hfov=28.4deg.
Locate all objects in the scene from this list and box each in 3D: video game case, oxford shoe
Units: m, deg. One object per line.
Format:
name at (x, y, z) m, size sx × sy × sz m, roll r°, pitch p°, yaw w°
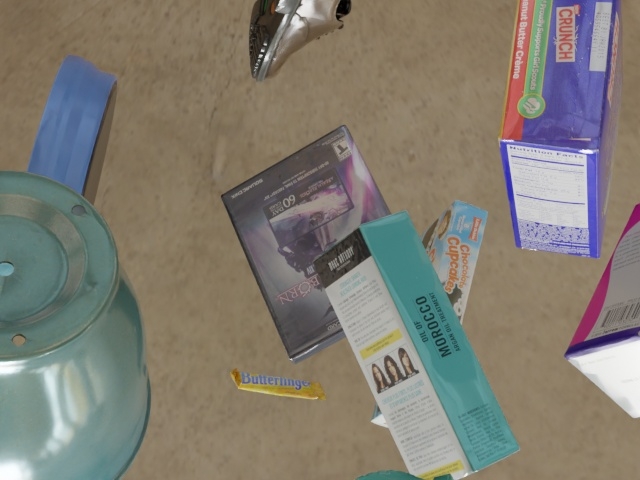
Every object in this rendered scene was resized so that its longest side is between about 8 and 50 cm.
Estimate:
video game case at (0.000, 0.000, 1.633) m, size 0.196 × 0.274 × 0.026 m, roll -30°, pitch 147°, yaw 7°
oxford shoe at (-0.019, -0.230, 1.329) m, size 0.096 × 0.227 × 0.082 m, roll 3°, pitch 68°, yaw -19°

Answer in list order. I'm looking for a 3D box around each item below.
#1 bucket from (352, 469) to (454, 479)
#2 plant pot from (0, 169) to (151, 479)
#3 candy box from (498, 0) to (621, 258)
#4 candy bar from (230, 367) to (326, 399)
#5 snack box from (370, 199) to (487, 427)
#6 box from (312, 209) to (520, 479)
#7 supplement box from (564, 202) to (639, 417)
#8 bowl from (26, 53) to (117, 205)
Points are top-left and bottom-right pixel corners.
bucket at (0.093, 0.323, 1.003) m, size 0.281 × 0.183 × 0.281 m, roll -16°, pitch 113°, yaw -42°
plant pot at (-0.277, 0.083, 1.105) m, size 0.272 × 0.271 × 0.255 m, roll 9°, pitch 145°, yaw -6°
candy box at (0.298, -0.161, 1.537) m, size 0.122 × 0.268 × 0.317 m, roll 6°, pitch 158°, yaw 14°
candy bar at (-0.065, 0.220, 1.922) m, size 0.162 × 0.040 × 0.018 m, roll 13°, pitch 121°, yaw -30°
snack box at (0.165, 0.117, 1.922) m, size 0.060 × 0.187 × 0.321 m, roll 19°, pitch 68°, yaw -8°
box at (0.086, 0.104, 1.178) m, size 0.060 × 0.100 × 0.244 m, roll -19°, pitch 79°, yaw -33°
supplement box at (0.358, 0.057, 1.291) m, size 0.114 × 0.220 × 0.111 m, roll 41°, pitch 148°, yaw -15°
bowl at (-0.359, -0.060, 1.759) m, size 0.077 × 0.391 × 0.391 m, roll 14°, pitch 112°, yaw -7°
